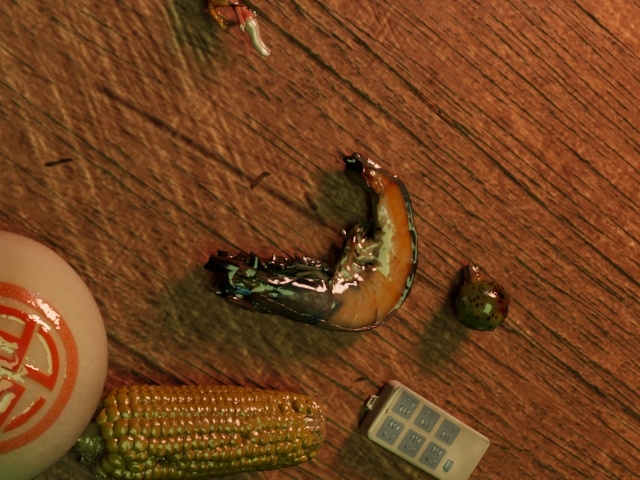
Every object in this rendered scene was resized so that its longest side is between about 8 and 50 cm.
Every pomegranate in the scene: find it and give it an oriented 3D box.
[{"bbox_3d":[0.209,0.074,1.795,0.073,0.073,0.085,18,79,-28],"label":"pomegranate"}]

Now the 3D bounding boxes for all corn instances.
[{"bbox_3d":[-0.143,0.225,1.638,0.321,0.119,0.119,5,101,-30],"label":"corn"}]

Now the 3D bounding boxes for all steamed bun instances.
[{"bbox_3d":[-0.354,0.128,1.455,0.283,0.177,0.283,0,91,-21],"label":"steamed bun"}]

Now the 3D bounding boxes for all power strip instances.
[{"bbox_3d":[0.136,0.253,1.822,0.192,0.035,0.081,34,87,-27],"label":"power strip"}]

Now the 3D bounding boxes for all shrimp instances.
[{"bbox_3d":[0.000,0.000,1.681,0.290,0.054,0.222,6,101,-30],"label":"shrimp"}]

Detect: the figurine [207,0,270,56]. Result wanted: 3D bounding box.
[{"bbox_3d":[-0.093,-0.251,1.576,0.047,0.064,0.109,-32,106,8],"label":"figurine"}]
